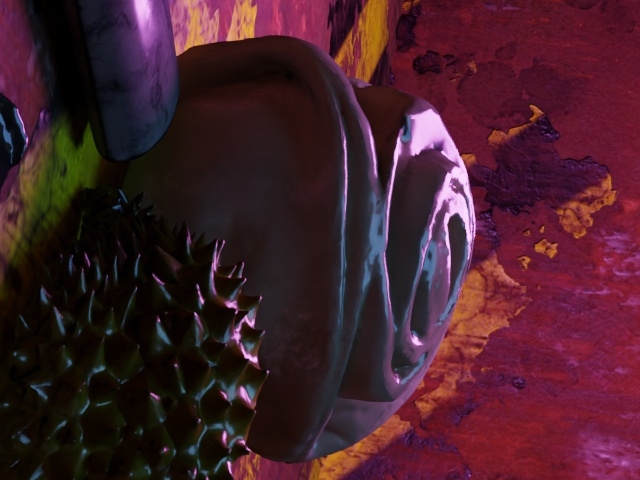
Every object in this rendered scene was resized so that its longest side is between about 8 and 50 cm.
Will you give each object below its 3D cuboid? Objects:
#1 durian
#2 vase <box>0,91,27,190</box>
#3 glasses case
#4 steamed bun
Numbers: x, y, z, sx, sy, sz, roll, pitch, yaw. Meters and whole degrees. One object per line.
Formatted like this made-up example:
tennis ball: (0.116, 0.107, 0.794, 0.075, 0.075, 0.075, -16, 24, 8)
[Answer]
durian: (-0.132, 0.088, 0.998, 0.166, 0.172, 0.306, 130, -32, -56)
vase: (-0.209, 0.015, 0.542, 0.237, 0.115, 0.115, -62, 159, -53)
glasses case: (-0.138, -0.184, 0.970, 0.299, 0.060, 0.114, 87, 11, -53)
steamed bun: (0.000, 0.000, 1.235, 0.368, 0.255, 0.342, 32, 56, -55)
